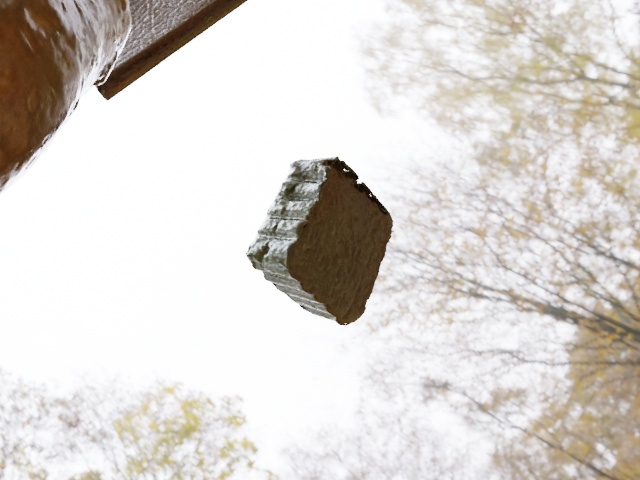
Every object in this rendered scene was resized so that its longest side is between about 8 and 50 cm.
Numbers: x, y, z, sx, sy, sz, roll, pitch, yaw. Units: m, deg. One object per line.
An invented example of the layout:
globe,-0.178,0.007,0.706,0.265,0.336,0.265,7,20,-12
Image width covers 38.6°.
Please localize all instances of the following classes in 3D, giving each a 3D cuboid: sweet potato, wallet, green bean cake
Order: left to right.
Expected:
sweet potato,-0.203,-0.094,0.523,0.131,0.336,0.131,2,-60,4
wallet,-0.161,-0.264,1.012,0.243,0.132,0.039,-36,-34,4
green bean cake,0.000,0.000,1.214,0.173,0.094,0.181,43,-119,-41
